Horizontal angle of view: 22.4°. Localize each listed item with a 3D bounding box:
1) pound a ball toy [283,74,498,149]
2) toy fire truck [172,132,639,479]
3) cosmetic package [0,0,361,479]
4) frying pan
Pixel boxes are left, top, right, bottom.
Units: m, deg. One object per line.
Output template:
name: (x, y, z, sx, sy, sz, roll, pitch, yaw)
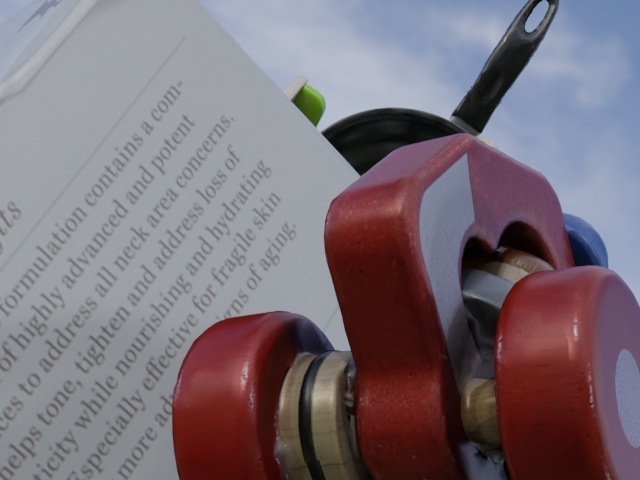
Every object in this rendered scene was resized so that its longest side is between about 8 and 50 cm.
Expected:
pound a ball toy: (0.000, 0.000, 1.540, 0.208, 0.136, 0.319, 33, -56, -1)
toy fire truck: (0.082, 0.099, 0.695, 0.169, 0.254, 0.302, -11, -77, 25)
cosmetic package: (-0.139, 0.109, 0.954, 0.393, 0.329, 0.327, 47, -36, -19)
frying pan: (0.073, -0.069, 1.301, 0.197, 0.326, 0.053, 12, -17, -7)
